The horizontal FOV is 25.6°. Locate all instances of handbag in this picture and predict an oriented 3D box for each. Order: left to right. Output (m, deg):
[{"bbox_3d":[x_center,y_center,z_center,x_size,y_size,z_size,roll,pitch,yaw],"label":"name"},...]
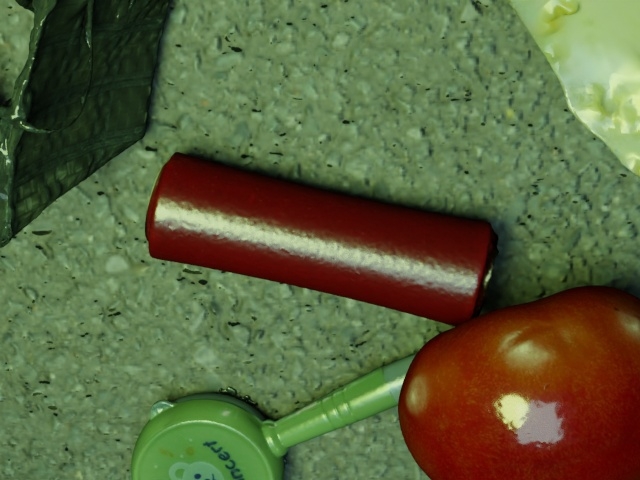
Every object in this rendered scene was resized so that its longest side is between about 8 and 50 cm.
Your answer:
[{"bbox_3d":[-0.156,-0.136,0.901,0.089,0.175,0.270,18,112,3],"label":"handbag"}]

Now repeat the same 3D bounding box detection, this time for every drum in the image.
[{"bbox_3d":[-0.037,0.129,1.055,0.253,0.049,0.130,-41,101,16],"label":"drum"}]

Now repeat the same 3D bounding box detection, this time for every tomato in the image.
[{"bbox_3d":[0.152,0.114,0.952,0.195,0.195,0.136,-22,71,15],"label":"tomato"}]

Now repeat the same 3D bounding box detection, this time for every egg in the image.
[{"bbox_3d":[0.189,-0.188,0.850,0.206,0.161,0.271,-44,134,11],"label":"egg"}]

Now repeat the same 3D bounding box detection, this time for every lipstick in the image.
[{"bbox_3d":[0.000,0.000,0.985,0.241,0.080,0.080,14,112,2],"label":"lipstick"}]
